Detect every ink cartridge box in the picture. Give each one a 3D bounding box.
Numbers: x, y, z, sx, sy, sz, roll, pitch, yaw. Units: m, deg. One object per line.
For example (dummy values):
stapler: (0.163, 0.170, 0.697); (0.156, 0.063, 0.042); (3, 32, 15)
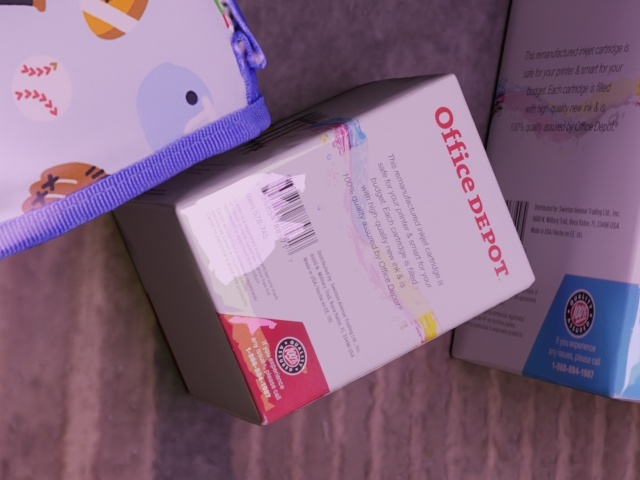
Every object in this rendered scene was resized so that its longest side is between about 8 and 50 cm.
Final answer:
ink cartridge box: (0.000, 0.000, 1.005); (0.176, 0.127, 0.128); (-25, 102, -19)
ink cartridge box: (0.222, -0.042, 1.057); (0.197, 0.198, 0.270); (10, 90, -22)

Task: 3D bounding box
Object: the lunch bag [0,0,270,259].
lunch bag: (-0.246, -0.128, 0.841); (0.385, 0.239, 0.328); (-24, 103, -10)
